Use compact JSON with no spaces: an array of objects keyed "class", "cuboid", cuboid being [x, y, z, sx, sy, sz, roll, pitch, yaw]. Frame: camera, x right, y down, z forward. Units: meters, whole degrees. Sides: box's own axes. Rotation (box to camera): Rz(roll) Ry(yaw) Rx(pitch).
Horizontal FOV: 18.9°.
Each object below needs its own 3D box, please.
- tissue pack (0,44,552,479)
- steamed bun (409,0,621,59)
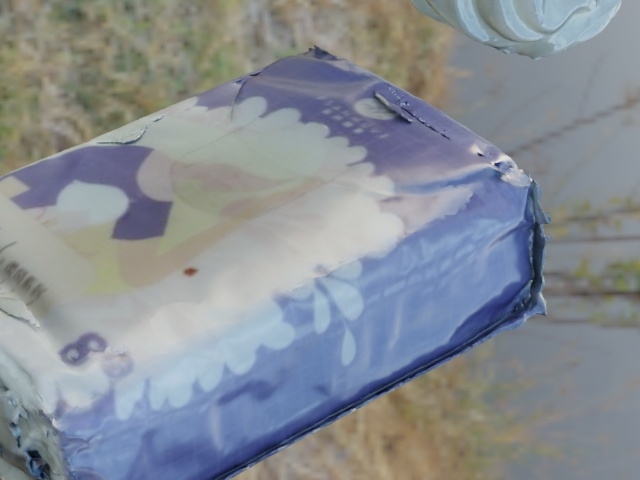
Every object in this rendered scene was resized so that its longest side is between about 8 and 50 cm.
[{"class":"tissue pack","cuboid":[-0.069,0.022,1.141,0.344,0.242,0.125,-26,131,-26]},{"class":"steamed bun","cuboid":[0.136,-0.209,1.268,0.106,0.183,0.183,99,14,-51]}]
